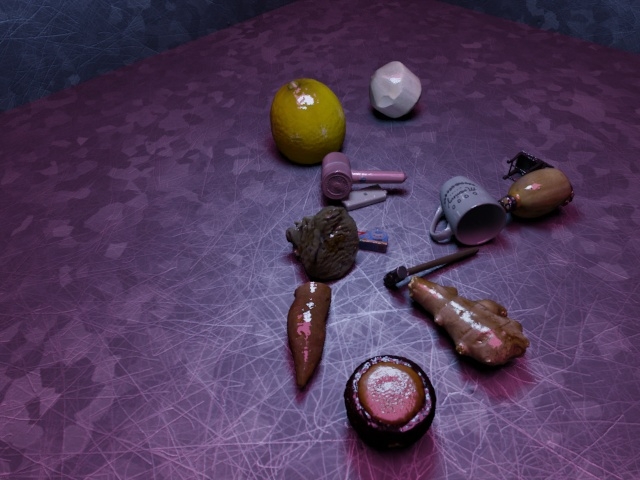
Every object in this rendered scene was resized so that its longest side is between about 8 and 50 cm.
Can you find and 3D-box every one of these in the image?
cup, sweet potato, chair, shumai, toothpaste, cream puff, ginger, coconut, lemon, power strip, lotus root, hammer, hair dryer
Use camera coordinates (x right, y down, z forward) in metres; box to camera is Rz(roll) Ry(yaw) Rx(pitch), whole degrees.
[{"bbox_3d":[0.510,-0.105,1.651,0.258,0.186,0.234,-31,37,12],"label":"cup"},{"bbox_3d":[-0.046,0.272,1.339,0.131,0.131,0.336,5,46,7],"label":"sweet potato"},{"bbox_3d":[0.881,-0.315,1.857,0.229,0.113,0.106,-31,54,-20],"label":"chair"},{"bbox_3d":[0.001,0.000,1.570,0.218,0.189,0.255,16,86,46],"label":"shumai"},{"bbox_3d":[0.151,-0.008,1.646,0.194,0.044,0.070,8,46,11],"label":"toothpaste"},{"bbox_3d":[0.180,0.417,1.156,0.239,0.164,0.239,-2,47,2],"label":"cream puff"},{"bbox_3d":[0.447,0.210,1.344,0.236,0.166,0.375,-27,59,-11],"label":"ginger"},{"bbox_3d":[0.347,-0.734,2.164,0.266,0.237,0.237,24,32,-38],"label":"coconut"},{"bbox_3d":[-0.064,-0.542,1.963,0.365,0.364,0.364,-2,47,2],"label":"lemon"},{"bbox_3d":[0.173,-0.177,1.810,0.192,0.035,0.081,-17,46,-13],"label":"power strip"},{"bbox_3d":[0.788,-0.167,1.668,0.310,0.182,0.182,-20,49,-15],"label":"lotus root"},{"bbox_3d":[0.391,0.077,1.526,0.366,0.111,0.043,-16,75,-21],"label":"hammer"},{"bbox_3d":[0.179,-0.266,1.818,0.353,0.125,0.210,2,33,0],"label":"hair dryer"}]
